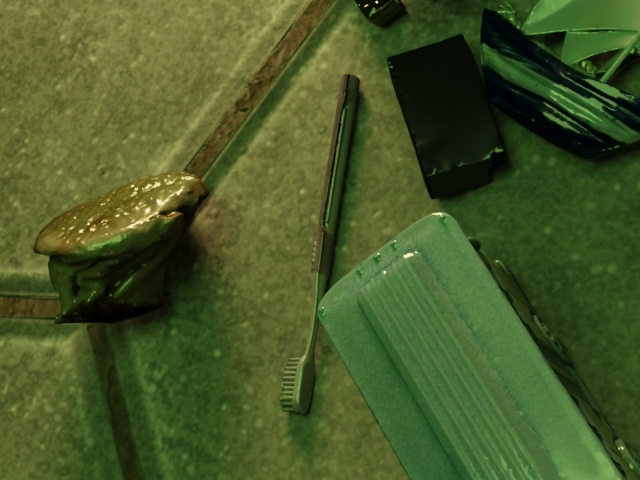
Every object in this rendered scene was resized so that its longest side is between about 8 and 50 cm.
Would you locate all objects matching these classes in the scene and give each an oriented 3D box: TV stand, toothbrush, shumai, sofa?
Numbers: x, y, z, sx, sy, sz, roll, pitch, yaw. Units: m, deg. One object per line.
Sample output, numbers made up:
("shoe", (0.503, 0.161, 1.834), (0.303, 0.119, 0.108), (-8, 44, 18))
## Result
("TV stand", (0.016, -0.319, 1.735), (0.036, 0.042, 0.249), (-39, 57, 14))
("toothbrush", (0.000, 0.000, 1.634), (0.029, 0.024, 0.354), (-3, 71, 37))
("shumai", (-0.195, 0.015, 1.681), (0.201, 0.201, 0.120), (-15, 107, 24))
("sofa", (0.125, -0.119, 1.596), (0.085, 0.060, 0.147), (-19, 63, 3))

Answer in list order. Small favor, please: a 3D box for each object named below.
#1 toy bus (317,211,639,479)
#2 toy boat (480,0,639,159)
("toy bus", (0.150, 0.149, 1.393), (0.152, 0.190, 0.312), (-38, 58, 13))
("toy boat", (0.287, -0.198, 1.524), (0.291, 0.070, 0.210), (-33, 63, 11))
